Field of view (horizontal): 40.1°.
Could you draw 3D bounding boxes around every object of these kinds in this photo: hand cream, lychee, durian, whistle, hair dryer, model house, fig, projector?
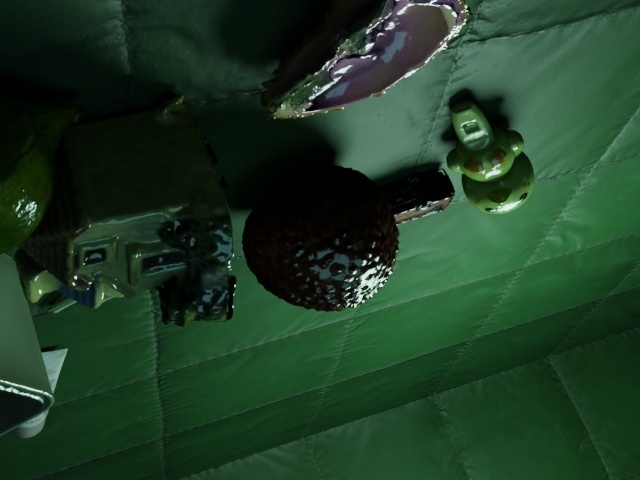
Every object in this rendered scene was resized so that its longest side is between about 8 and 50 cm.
[{"bbox_3d":[-0.590,0.299,1.760,0.133,0.083,0.248,-7,140,-31],"label":"hand cream"},{"bbox_3d":[0.000,0.000,1.451,0.261,0.260,0.260,-18,155,-9],"label":"lychee"},{"bbox_3d":[0.056,-0.264,1.128,0.191,0.112,0.341,-14,164,-39],"label":"durian"},{"bbox_3d":[0.299,-0.133,1.552,0.141,0.141,0.294,-29,153,14],"label":"whistle"},{"bbox_3d":[-0.433,0.105,1.538,0.124,0.038,0.063,-27,156,23],"label":"hair dryer"},{"bbox_3d":[-0.277,0.001,1.197,0.266,0.261,0.321,-10,146,-20],"label":"model house"},{"bbox_3d":[-0.390,-0.107,1.034,0.235,0.203,0.203,-56,170,-28],"label":"fig"},{"bbox_3d":[-0.567,0.159,1.278,0.249,0.249,0.248,-28,154,9],"label":"projector"}]

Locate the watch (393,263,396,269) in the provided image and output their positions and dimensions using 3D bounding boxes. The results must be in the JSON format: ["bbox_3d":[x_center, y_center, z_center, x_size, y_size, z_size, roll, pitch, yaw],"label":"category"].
[{"bbox_3d":[0.040,0.049,1.736,0.193,0.068,0.206,-16,169,31],"label":"watch"}]

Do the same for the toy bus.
[{"bbox_3d":[0.132,-0.062,1.638,0.235,0.073,0.096,-17,164,-10],"label":"toy bus"}]
